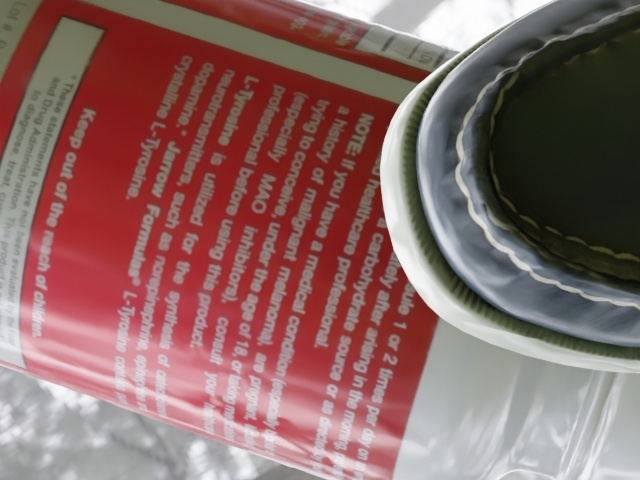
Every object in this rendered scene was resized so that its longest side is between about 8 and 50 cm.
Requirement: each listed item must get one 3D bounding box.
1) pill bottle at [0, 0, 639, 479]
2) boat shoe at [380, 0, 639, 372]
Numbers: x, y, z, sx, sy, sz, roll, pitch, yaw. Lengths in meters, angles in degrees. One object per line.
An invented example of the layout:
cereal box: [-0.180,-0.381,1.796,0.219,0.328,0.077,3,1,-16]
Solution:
pill bottle: [0.000,0.000,0.891,0.408,0.229,0.229,18,-131,8]
boat shoe: [0.139,-0.025,0.360,0.255,0.079,0.095,-3,-98,-19]
